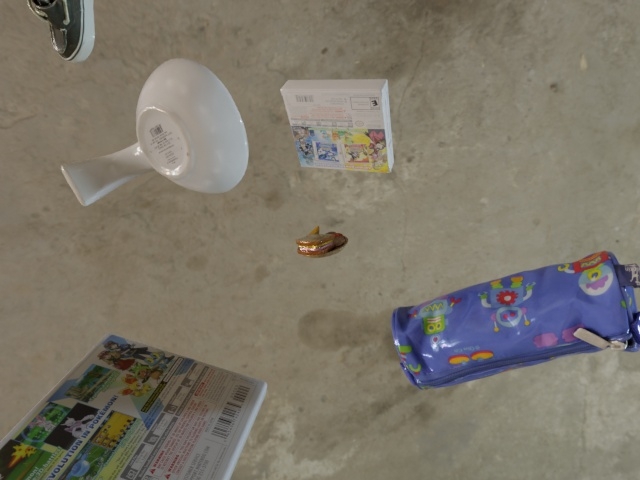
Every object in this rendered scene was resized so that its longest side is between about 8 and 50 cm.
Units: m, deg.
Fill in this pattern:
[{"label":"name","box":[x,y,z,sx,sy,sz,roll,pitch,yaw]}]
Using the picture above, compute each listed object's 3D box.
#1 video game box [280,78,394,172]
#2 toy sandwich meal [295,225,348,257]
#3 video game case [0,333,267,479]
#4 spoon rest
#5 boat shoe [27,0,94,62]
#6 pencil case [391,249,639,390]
[{"label":"video game box","box":[0.039,-0.227,0.867,0.205,0.048,0.187,8,137,21]},{"label":"toy sandwich meal","box":[0.000,0.000,0.637,0.085,0.085,0.029,-16,111,-12]},{"label":"video game case","box":[-0.267,0.286,0.608,0.299,0.329,0.036,15,121,6]},{"label":"spoon rest","box":[-0.183,-0.103,0.483,0.084,0.276,0.137,-44,118,-49]},{"label":"boat shoe","box":[-0.348,-0.326,0.572,0.078,0.219,0.070,51,50,5]},{"label":"pencil case","box":[0.240,0.112,0.555,0.305,0.133,0.119,-22,113,29]}]
